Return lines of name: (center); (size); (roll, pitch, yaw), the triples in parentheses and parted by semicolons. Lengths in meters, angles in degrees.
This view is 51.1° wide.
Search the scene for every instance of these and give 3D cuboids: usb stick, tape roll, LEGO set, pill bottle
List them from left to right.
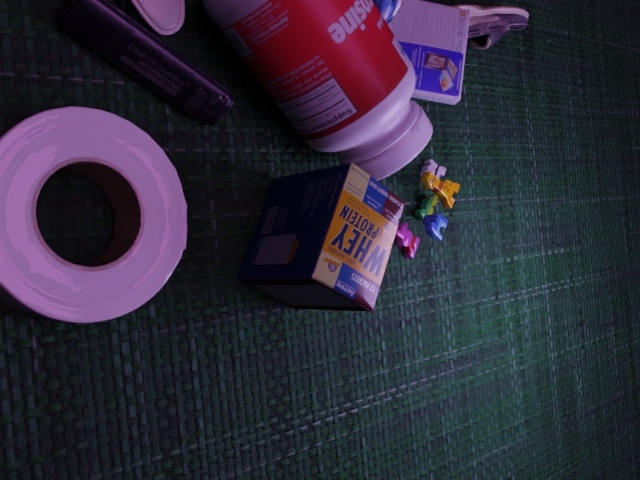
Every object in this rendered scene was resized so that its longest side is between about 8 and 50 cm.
tape roll: (-0.326, -0.031, 0.904); (0.286, 0.100, 0.286); (4, 84, -40)
usb stick: (-0.254, -0.269, 1.001); (0.278, 0.077, 0.045); (33, 29, -34)
pill bottle: (0.013, -0.301, 1.124); (0.407, 0.229, 0.229); (51, 58, -26)
LEGO set: (0.217, -0.085, 1.374); (0.093, 0.087, 0.227); (39, 63, -32)

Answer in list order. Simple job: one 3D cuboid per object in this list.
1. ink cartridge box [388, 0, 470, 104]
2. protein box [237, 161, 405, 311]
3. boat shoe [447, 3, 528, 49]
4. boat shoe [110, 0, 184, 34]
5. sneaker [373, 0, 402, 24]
ink cartridge box: (0.194, -0.395, 1.376); (0.208, 0.045, 0.206); (10, 79, -6)
protein box: (0.000, 0.000, 1.109); (0.136, 0.201, 0.199); (32, 67, -35)
boat shoe: (0.365, -0.481, 1.522); (0.285, 0.103, 0.092); (-12, 100, -36)
boat shoe: (-0.288, -0.414, 0.976); (0.095, 0.079, 0.254); (-43, 111, -32)
sneaker: (0.051, -0.557, 1.261); (0.147, 0.130, 0.329); (-28, 109, -17)
